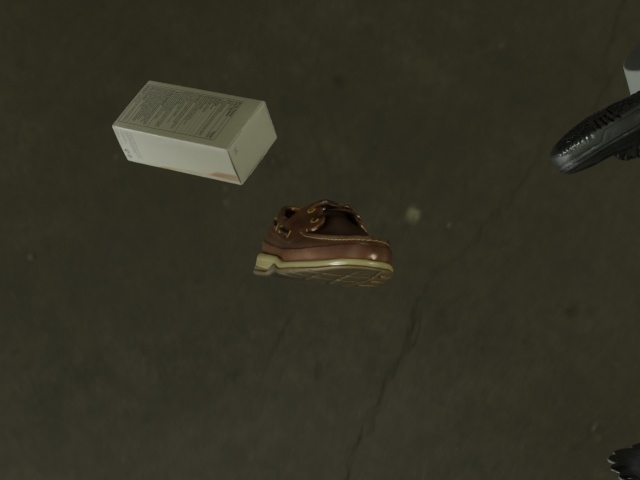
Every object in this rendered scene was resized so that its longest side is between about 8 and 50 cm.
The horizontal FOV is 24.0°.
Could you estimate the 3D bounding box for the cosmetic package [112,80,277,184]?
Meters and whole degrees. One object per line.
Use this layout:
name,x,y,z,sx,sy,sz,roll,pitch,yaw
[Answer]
cosmetic package,-0.099,-0.086,1.187,0.115,0.041,0.060,15,53,31

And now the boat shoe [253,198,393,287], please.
boat shoe,0.000,0.000,1.056,0.064,0.178,0.060,10,86,-21

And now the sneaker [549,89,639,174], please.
sneaker,0.243,-0.068,0.980,0.170,0.051,0.089,-33,101,9

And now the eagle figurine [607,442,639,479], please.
eagle figurine,0.416,0.263,1.353,0.226,0.298,0.225,-34,95,-46

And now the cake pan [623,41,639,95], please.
cake pan,0.427,-0.215,1.507,0.293,0.293,0.054,-36,102,-18
